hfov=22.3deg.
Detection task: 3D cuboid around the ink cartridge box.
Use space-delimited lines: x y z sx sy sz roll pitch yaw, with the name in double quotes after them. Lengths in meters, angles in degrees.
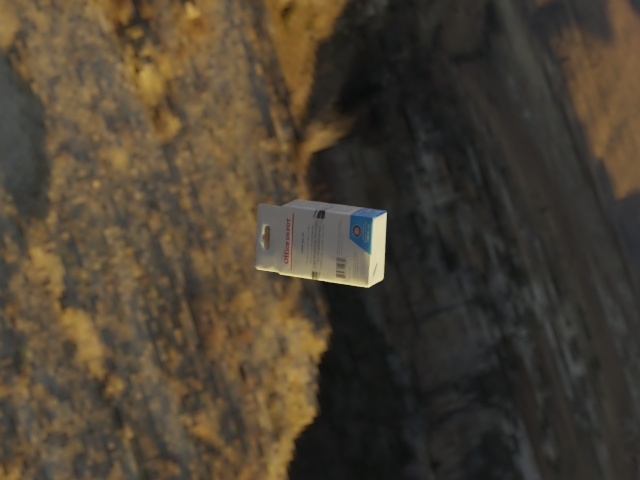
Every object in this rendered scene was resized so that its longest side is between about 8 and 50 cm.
0.000 0.000 1.081 0.028 0.083 0.048 -27 123 -64 "ink cartridge box"
